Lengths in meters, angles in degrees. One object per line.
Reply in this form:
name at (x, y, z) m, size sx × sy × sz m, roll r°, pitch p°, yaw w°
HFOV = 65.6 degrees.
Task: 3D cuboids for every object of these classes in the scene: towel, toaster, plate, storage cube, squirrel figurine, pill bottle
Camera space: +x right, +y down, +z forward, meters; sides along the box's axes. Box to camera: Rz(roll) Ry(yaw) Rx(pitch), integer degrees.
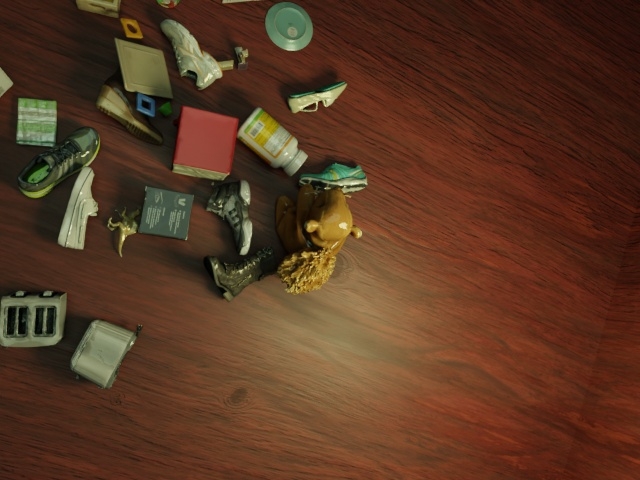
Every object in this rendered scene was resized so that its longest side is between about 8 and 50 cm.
towel at (-0.912, -0.379, 1.601) m, size 0.113 × 0.023 × 0.152 m, roll 1°, pitch 85°, yaw -20°
toaster at (-0.686, 0.347, 1.582) m, size 0.146 × 0.129 × 0.227 m, roll 28°, pitch 81°, yaw -13°
plate at (-0.115, -0.815, 1.881) m, size 0.188 × 0.024 × 0.188 m, roll 1°, pitch 86°, yaw -19°
toaster at (-0.885, 0.247, 1.530) m, size 0.167 × 0.110 × 0.186 m, roll 3°, pitch 87°, yaw -17°
storage cube at (-0.398, -0.320, 1.681) m, size 0.214 × 0.183 × 0.193 m, roll 9°, pitch 86°, yaw -18°
squirrel figurine at (0.000, 0.000, 1.696) m, size 0.280 × 0.370 × 0.397 m, roll 13°, pitch 84°, yaw -17°
pill bottle at (-0.170, -0.347, 1.781) m, size 0.245 × 0.136 × 0.136 m, roll 40°, pitch 76°, yaw -13°

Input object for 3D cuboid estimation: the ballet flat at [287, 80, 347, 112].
ballet flat at (-0.009, -0.538, 1.883) m, size 0.248 × 0.086 × 0.086 m, roll -19°, pitch 93°, yaw -17°

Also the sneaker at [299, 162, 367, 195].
sneaker at (0.044, -0.235, 1.882) m, size 0.275 × 0.107 × 0.110 m, roll -5°, pitch 69°, yaw -23°

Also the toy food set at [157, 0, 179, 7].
toy food set at (-0.539, -0.858, 1.745) m, size 0.083 × 0.020 × 0.083 m, roll 0°, pitch 87°, yaw -19°

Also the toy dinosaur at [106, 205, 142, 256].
toy dinosaur at (-0.658, -0.044, 1.649) m, size 0.092 × 0.053 × 0.183 m, roll 25°, pitch 80°, yaw -17°

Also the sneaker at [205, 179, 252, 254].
sneaker at (-0.324, -0.081, 1.740) m, size 0.152 × 0.101 × 0.269 m, roll 0°, pitch 82°, yaw -17°

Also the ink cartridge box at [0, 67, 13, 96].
ink cartridge box at (-1.092, -0.553, 1.416) m, size 0.309 × 0.272 × 0.130 m, roll 39°, pitch 76°, yaw -12°

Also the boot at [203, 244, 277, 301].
boot at (-0.264, 0.083, 1.704) m, size 0.229 × 0.263 × 0.091 m, roll -33°, pitch 57°, yaw -13°

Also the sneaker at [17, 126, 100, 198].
sneaker at (-0.823, -0.251, 1.568) m, size 0.111 × 0.121 × 0.300 m, roll 45°, pitch 75°, yaw -12°

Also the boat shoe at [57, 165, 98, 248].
boat shoe at (-0.763, -0.102, 1.597) m, size 0.088 × 0.096 × 0.268 m, roll 17°, pitch 83°, yaw -21°

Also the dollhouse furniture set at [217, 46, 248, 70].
dollhouse furniture set at (-0.325, -0.668, 1.782) m, size 0.114 × 0.091 × 0.081 m, roll -14°, pitch 76°, yaw -15°

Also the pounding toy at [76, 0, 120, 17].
pounding toy at (-0.701, -0.867, 1.653) m, size 0.180 × 0.094 × 0.206 m, roll 7°, pitch 86°, yaw -18°

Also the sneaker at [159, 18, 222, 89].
sneaker at (-0.469, -0.641, 1.721) m, size 0.262 × 0.099 × 0.121 m, roll 45°, pitch 80°, yaw -10°

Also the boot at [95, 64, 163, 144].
boot at (-0.603, -0.467, 1.672) m, size 0.248 × 0.090 × 0.207 m, roll 35°, pitch 64°, yaw -29°

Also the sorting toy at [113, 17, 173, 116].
sorting toy at (-0.592, -0.565, 1.653) m, size 0.196 × 0.047 × 0.348 m, roll -4°, pitch 77°, yaw -55°

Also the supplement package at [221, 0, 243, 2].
supplement package at (-0.243, -0.958, 1.785) m, size 0.243 × 0.139 × 0.134 m, roll -14°, pitch 93°, yaw -19°

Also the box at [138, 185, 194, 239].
box at (-0.519, -0.088, 1.675) m, size 0.158 × 0.093 × 0.156 m, roll 10°, pitch 84°, yaw -17°
